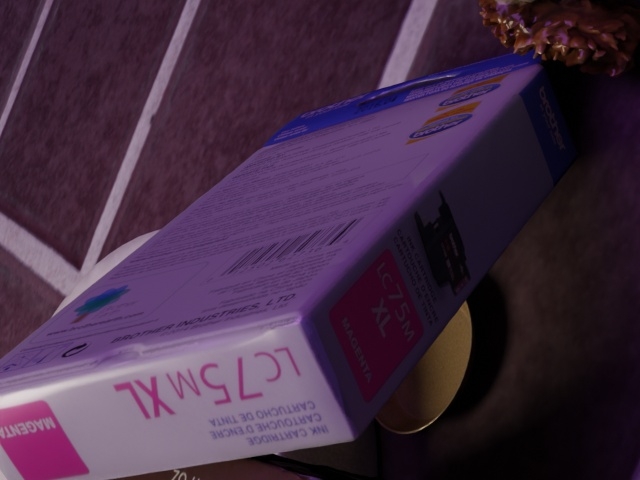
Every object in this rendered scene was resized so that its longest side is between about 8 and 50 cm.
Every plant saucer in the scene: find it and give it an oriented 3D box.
[{"bbox_3d":[0.055,0.061,0.750,0.083,0.015,0.083,-31,49,44],"label":"plant saucer"}]

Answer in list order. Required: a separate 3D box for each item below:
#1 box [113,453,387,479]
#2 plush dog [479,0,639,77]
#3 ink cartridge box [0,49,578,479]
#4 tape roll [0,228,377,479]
[{"bbox_3d":[-0.003,0.201,0.618,0.168,0.167,0.203,4,76,56],"label":"box"},{"bbox_3d":[0.121,-0.199,0.642,0.225,0.262,0.210,-26,18,35],"label":"plush dog"},{"bbox_3d":[0.000,0.000,0.676,0.186,0.065,0.311,-14,21,35],"label":"ink cartridge box"},{"bbox_3d":[-0.111,0.183,0.877,0.392,0.072,0.392,-32,49,45],"label":"tape roll"}]
